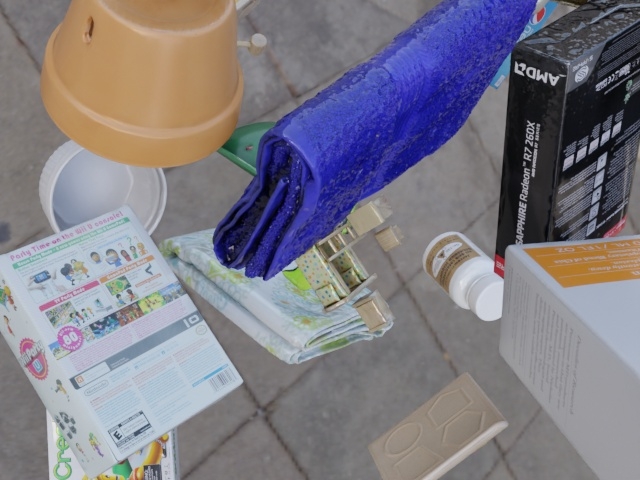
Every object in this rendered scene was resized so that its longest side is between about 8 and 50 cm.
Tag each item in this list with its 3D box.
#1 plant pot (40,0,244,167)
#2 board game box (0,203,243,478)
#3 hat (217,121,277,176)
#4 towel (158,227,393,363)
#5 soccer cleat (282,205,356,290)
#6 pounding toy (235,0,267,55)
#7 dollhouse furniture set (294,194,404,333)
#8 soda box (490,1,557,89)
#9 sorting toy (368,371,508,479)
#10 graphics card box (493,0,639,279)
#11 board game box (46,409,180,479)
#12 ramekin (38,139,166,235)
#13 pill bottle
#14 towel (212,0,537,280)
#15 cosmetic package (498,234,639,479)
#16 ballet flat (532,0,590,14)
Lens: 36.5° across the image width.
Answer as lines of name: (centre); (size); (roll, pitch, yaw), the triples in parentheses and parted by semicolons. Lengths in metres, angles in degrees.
plant pot: (-0.235, -0.274, 1.352); (0.291, 0.203, 0.290); (10, 50, -12)
board game box: (-0.282, 0.128, 1.307); (0.224, 0.097, 0.303); (-27, 82, -43)
hat: (-0.063, -0.183, 1.555); (0.208, 0.173, 0.183); (34, 90, -35)
towel: (-0.076, 0.082, 1.854); (0.374, 0.090, 0.321); (35, 24, 27)
soccer cleat: (0.000, 0.000, 1.628); (0.072, 0.060, 0.178); (31, 96, 4)
pounding toy: (-0.175, -0.459, 1.900); (0.206, 0.094, 0.181); (42, 56, -1)
dollhouse furniture set: (0.068, 0.052, 1.469); (0.182, 0.161, 0.101); (57, 42, -3)
soda box: (0.328, -0.373, 1.675); (0.067, 0.210, 0.071); (17, 24, -49)
sorting toy: (0.169, 0.289, 1.412); (0.193, 0.208, 0.038); (-37, 104, 1)
graphics card box: (0.350, -0.129, 1.337); (0.233, 0.094, 0.370); (-33, 137, -32)
board game box: (-0.324, 0.253, 1.507); (0.193, 0.053, 0.305); (-5, 83, 2)
ramekin: (-0.378, -0.083, 1.653); (0.207, 0.109, 0.207); (-12, 113, -31)
pill bottle: (0.343, 0.084, 2.241); (0.131, 0.229, 0.131); (-12, 121, -20)
towel: (0.054, -0.095, 0.830); (0.076, 0.227, 0.308); (47, 61, 5)
cosmetic package: (0.383, 0.147, 1.057); (0.230, 0.453, 0.161); (-5, 112, -11)
ballet flat: (0.345, -0.392, 1.416); (0.164, 0.483, 0.182); (88, 18, -54)
